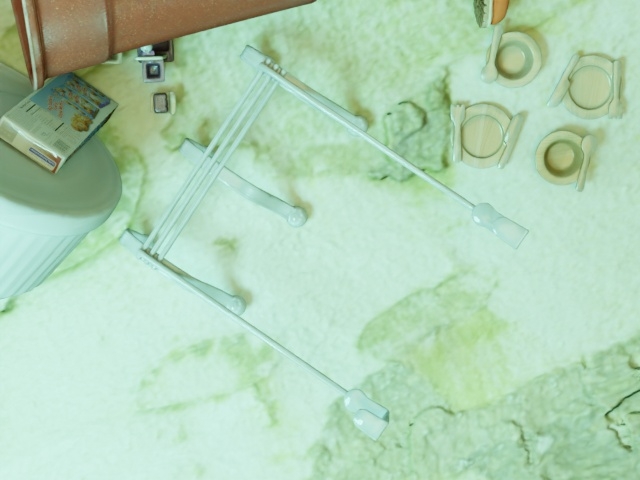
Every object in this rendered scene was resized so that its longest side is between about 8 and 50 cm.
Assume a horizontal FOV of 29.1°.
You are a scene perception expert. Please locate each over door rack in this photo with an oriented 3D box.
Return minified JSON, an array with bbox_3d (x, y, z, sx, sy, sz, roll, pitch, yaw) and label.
[{"bbox_3d":[0.000,0.000,1.176,0.324,0.108,0.239,36,97,14],"label":"over door rack"}]

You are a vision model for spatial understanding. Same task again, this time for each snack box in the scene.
[{"bbox_3d":[-0.237,-0.113,1.127,0.064,0.178,0.022,34,111,-7],"label":"snack box"}]

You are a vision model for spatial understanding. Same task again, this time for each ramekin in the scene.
[{"bbox_3d":[-0.323,-0.062,1.099,0.273,0.273,0.127,34,110,-7],"label":"ramekin"}]

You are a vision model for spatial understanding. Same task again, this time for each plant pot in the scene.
[{"bbox_3d":[-0.141,-0.284,1.060,0.265,0.272,0.272,-11,100,-13],"label":"plant pot"}]

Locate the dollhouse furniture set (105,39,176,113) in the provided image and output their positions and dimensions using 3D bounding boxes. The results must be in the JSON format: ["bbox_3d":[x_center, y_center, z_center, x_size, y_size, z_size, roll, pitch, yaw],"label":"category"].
[{"bbox_3d":[-0.198,-0.162,1.168,0.114,0.081,0.091,-2,100,-1],"label":"dollhouse furniture set"}]

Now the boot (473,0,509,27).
[{"bbox_3d":[0.193,-0.276,1.175,0.085,0.059,0.158,11,98,-9],"label":"boot"}]

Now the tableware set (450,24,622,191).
[{"bbox_3d":[0.214,-0.128,1.219,0.169,0.020,0.141,15,99,-4],"label":"tableware set"}]
